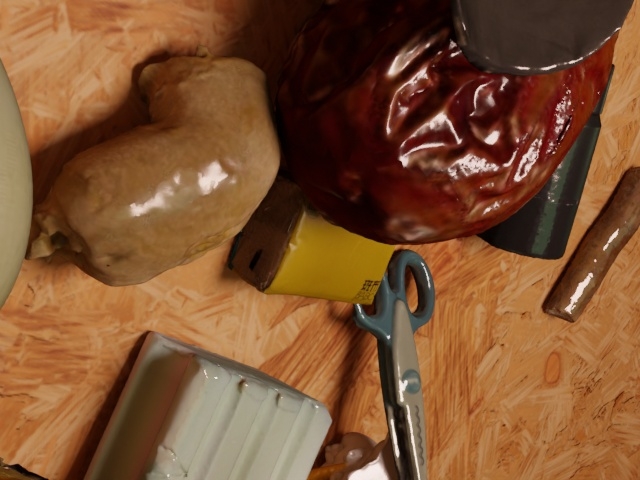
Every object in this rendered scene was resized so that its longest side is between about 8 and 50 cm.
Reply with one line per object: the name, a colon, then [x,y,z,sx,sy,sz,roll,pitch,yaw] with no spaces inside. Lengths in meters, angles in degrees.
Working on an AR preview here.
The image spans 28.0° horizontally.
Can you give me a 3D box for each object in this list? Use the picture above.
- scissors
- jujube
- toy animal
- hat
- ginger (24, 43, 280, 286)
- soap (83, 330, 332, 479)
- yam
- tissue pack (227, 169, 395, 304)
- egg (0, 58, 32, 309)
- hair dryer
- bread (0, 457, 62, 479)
scissors: [0.090,0.151,1.448,0.138,0.041,0.289,2,80,-47]
jujube: [0.124,-0.163,1.229,0.377,0.276,0.276,-53,138,-18]
toy animal: [0.047,0.290,1.526,0.127,0.182,0.131,44,70,-6]
hat: [0.118,-0.337,1.097,0.366,0.257,0.381,5,97,-40]
ginger: [-0.138,-0.051,1.130,0.267,0.152,0.138,-47,166,-24]
soap: [-0.143,0.288,1.291,0.208,0.115,0.346,26,86,-45]
yam: [0.387,0.006,1.754,0.241,0.057,0.057,-58,139,-6]
tissue pack: [0.000,0.000,1.333,0.169,0.082,0.120,10,105,-48]
egg: [-0.311,-0.050,0.892,0.218,0.218,0.295,-2,99,-45]
hair dryer: [0.191,-0.110,1.464,0.303,0.116,0.244,1,108,-38]
bread: [-0.329,0.286,0.989,0.405,0.346,0.242,18,90,-56]
